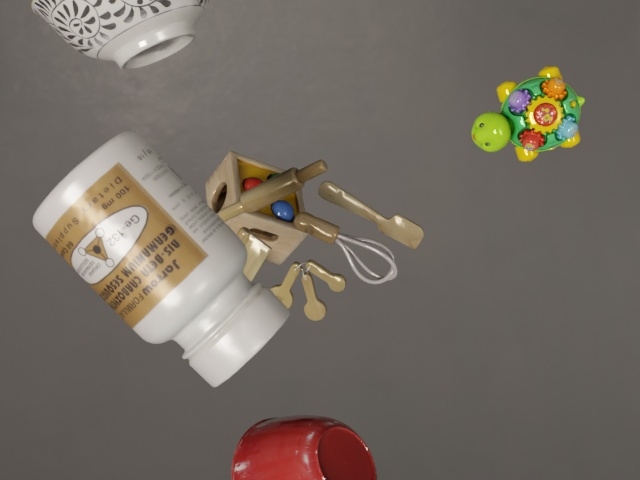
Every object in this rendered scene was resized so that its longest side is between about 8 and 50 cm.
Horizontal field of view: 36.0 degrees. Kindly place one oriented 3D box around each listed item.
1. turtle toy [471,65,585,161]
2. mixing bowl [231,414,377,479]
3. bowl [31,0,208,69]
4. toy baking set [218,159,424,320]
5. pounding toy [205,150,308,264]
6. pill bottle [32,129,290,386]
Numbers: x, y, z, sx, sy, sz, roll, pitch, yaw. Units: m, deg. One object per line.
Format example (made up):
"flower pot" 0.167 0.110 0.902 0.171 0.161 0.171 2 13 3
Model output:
"turtle toy" 0.230 -0.134 1.087 0.066 0.130 0.095 -64 -46 -81
"mixing bowl" -0.001 0.271 1.130 0.098 0.181 0.181 -38 48 38
"bowl" -0.161 -0.202 0.873 0.170 0.170 0.080 178 68 -86
"toy baking set" -0.005 -0.005 1.260 0.197 0.256 0.030 55 -155 -13
"pounding toy" -0.113 -0.030 1.465 0.094 0.181 0.206 -48 38 36
"pill bottle" -0.143 0.021 0.918 0.229 0.131 0.131 46 178 -4
